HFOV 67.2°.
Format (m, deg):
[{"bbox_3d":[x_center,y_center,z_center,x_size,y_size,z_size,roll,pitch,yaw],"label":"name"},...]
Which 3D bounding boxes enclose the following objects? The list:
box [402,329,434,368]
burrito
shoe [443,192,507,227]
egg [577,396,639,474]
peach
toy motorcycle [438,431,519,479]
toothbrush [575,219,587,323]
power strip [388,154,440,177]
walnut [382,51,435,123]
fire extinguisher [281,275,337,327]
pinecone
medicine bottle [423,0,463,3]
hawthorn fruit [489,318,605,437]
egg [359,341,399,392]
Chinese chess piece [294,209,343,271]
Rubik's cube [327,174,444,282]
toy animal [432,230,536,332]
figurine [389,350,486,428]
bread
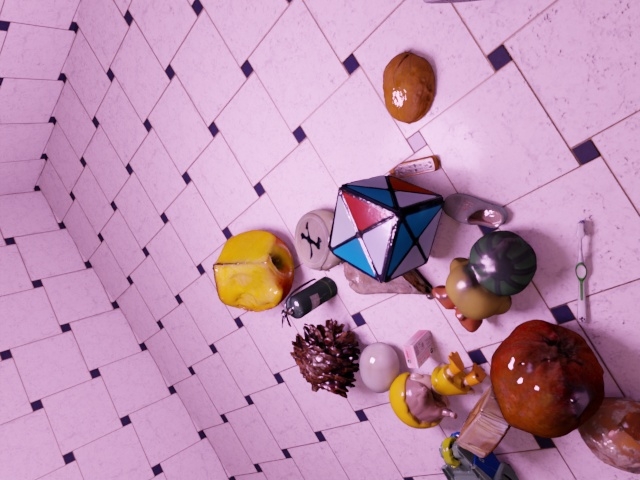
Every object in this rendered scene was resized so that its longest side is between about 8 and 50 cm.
[{"bbox_3d":[0.342,0.376,1.675,0.043,0.125,0.089,-5,104,42],"label":"box"},{"bbox_3d":[0.222,0.118,1.682,0.348,0.107,0.175,1,123,41],"label":"burrito"},{"bbox_3d":[0.447,-0.083,1.425,0.195,0.078,0.079,19,120,29],"label":"shoe"},{"bbox_3d":[0.820,0.522,1.307,0.233,0.195,0.194,24,123,45],"label":"egg"},{"bbox_3d":[-0.274,0.133,2.000,0.381,0.242,0.306,-12,122,28],"label":"peach"},{"bbox_3d":[0.532,0.771,1.659,0.191,0.200,0.326,-24,103,42],"label":"toy motorcycle"},{"bbox_3d":[0.712,0.091,1.316,0.030,0.030,0.303,4,111,38],"label":"toothbrush"},{"bbox_3d":[0.292,-0.229,1.522,0.178,0.028,0.049,-7,105,41],"label":"power strip"},{"bbox_3d":[0.248,-0.445,1.424,0.167,0.087,0.211,8,114,32],"label":"walnut"},{"bbox_3d":[-0.059,0.229,1.823,0.093,0.294,0.118,-5,105,42],"label":"fire extinguisher"},{"bbox_3d":[0.028,0.448,1.887,0.298,0.242,0.295,24,113,32],"label":"pinecone"},{"bbox_3d":[0.359,-0.691,1.126,0.238,0.238,0.231,11,116,36],"label":"medicine bottle"},{"bbox_3d":[0.612,0.393,1.343,0.308,0.308,0.324,40,118,19],"label":"hawthorn fruit"},{"bbox_3d":[0.221,0.478,1.802,0.151,0.151,0.209,17,123,33],"label":"egg"},{"bbox_3d":[0.000,0.000,1.777,0.238,0.092,0.237,8,100,49],"label":"Chinese chess piece"},{"bbox_3d":[0.203,-0.045,1.506,0.250,0.247,0.248,30,125,37],"label":"Rubik's cube"},{"bbox_3d":[0.476,0.121,1.410,0.216,0.191,0.338,45,130,16],"label":"toy animal"},{"bbox_3d":[0.390,0.518,1.673,0.215,0.187,0.343,41,124,2],"label":"figurine"},{"bbox_3d":[0.546,0.582,1.554,0.110,0.192,0.209,32,124,17],"label":"bread"}]
